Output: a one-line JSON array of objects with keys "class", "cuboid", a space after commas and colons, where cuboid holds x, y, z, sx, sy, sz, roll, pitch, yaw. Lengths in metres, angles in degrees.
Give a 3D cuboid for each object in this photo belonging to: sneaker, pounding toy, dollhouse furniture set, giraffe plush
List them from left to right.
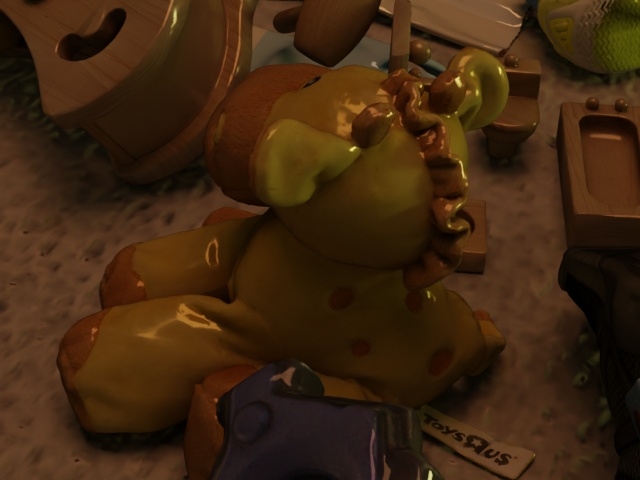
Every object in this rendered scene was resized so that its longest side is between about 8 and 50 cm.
[{"class": "pounding toy", "cuboid": [-0.096, -0.104, 0.917, 0.269, 0.155, 0.154, 15, 72, 37]}, {"class": "giraffe plush", "cuboid": [0.000, 0.000, 0.698, 0.210, 0.171, 0.181, 12, 36, 13]}, {"class": "dollhouse furniture set", "cuboid": [0.108, -0.071, 0.849, 0.151, 0.123, 0.144, 4, 35, 1]}, {"class": "sneaker", "cuboid": [0.153, 0.065, 0.708, 0.087, 0.130, 0.227, -2, 7, 1]}, {"class": "sneaker", "cuboid": [0.232, -0.184, 1.052, 0.240, 0.091, 0.126, -16, 38, -24]}]

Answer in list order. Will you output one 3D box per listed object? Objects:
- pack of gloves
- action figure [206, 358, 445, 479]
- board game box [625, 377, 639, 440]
[{"class": "pack of gloves", "cuboid": [0.000, -0.150, 1.023, 0.232, 0.046, 0.195, 15, 36, 17]}, {"class": "action figure", "cuboid": [0.058, 0.204, 0.427, 0.330, 0.178, 0.341, -6, 50, 19]}, {"class": "board game box", "cuboid": [0.212, 0.121, 0.528, 0.160, 0.039, 0.212, -18, 72, -2]}]
